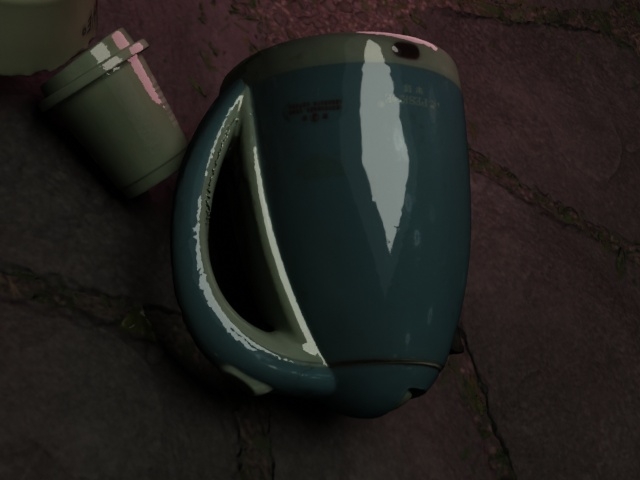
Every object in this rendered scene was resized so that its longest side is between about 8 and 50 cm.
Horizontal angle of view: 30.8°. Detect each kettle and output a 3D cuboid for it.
[{"bbox_3d":[0.000,0.000,1.121,0.319,0.247,0.342,5,72,-29],"label":"kettle"}]

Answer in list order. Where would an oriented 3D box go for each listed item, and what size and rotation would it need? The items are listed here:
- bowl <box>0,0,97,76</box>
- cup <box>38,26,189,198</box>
[{"bbox_3d":[-0.297,-0.263,1.070,0.211,0.112,0.211,14,46,-15],"label":"bowl"},{"bbox_3d":[-0.189,-0.118,1.114,0.141,0.120,0.120,55,43,-14],"label":"cup"}]
